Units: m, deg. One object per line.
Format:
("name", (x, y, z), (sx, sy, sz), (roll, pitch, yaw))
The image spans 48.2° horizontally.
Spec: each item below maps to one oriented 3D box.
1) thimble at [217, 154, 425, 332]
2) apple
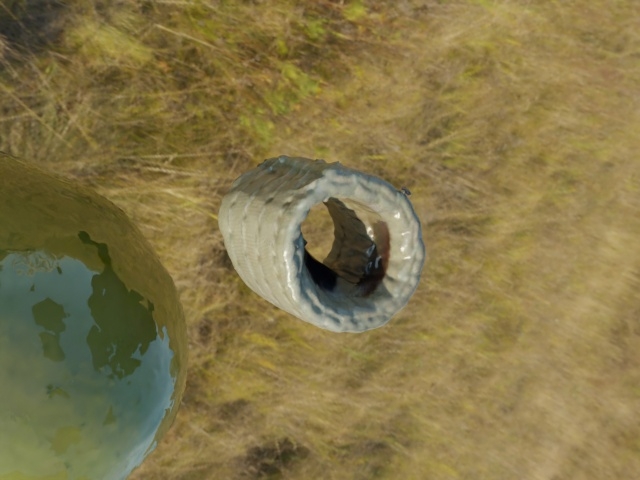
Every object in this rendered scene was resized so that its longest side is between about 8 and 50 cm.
("thimble", (0.000, 0.000, 0.463), (0.102, 0.090, 0.115), (-45, 122, -17))
("apple", (-0.233, 0.080, 0.469), (0.254, 0.292, 0.291), (-63, 168, -61))
